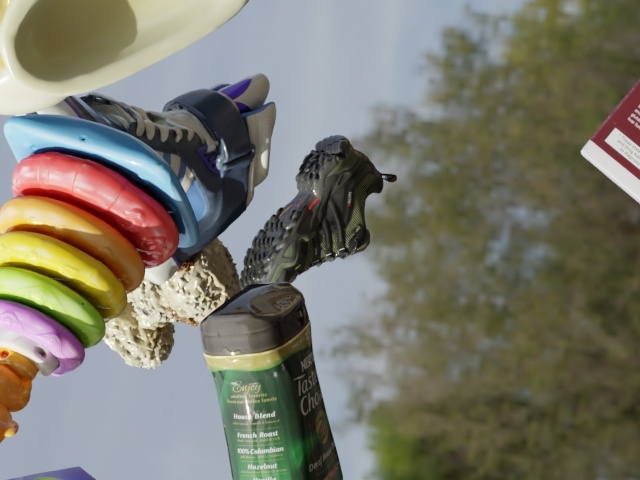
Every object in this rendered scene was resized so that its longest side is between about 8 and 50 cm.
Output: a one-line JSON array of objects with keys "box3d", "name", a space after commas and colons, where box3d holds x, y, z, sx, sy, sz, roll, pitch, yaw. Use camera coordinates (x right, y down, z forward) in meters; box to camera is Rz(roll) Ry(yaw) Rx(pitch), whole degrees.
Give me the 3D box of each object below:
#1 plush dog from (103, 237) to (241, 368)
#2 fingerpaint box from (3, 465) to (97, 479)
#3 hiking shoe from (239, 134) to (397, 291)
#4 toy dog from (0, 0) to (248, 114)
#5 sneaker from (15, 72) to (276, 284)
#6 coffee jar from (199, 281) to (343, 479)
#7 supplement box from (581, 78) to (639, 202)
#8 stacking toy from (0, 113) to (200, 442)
[{"box3d": [-0.178, 0.029, 2.330, 0.210, 0.225, 0.262, -47, -49, -15], "name": "plush dog"}, {"box3d": [-0.195, 0.486, 1.906, 0.163, 0.445, 0.371, -6, -61, -45], "name": "fingerpaint box"}, {"box3d": [0.000, 0.000, 2.244, 0.227, 0.114, 0.086, -58, 24, -1], "name": "hiking shoe"}, {"box3d": [-0.257, -0.196, 1.268, 0.395, 0.284, 0.408, -46, 20, -1], "name": "toy dog"}, {"box3d": [-0.161, -0.119, 2.068, 0.236, 0.130, 0.323, -48, -36, -13], "name": "sneaker"}, {"box3d": [-0.040, 0.130, 1.619, 0.096, 0.079, 0.184, -40, -58, -61], "name": "coffee jar"}, {"box3d": [0.332, -0.122, 1.593, 0.239, 0.130, 0.073, -50, -7, 6], "name": "supplement box"}, {"box3d": [-0.241, 0.056, 1.754, 0.165, 0.175, 0.301, 75, -145, -60], "name": "stacking toy"}]
